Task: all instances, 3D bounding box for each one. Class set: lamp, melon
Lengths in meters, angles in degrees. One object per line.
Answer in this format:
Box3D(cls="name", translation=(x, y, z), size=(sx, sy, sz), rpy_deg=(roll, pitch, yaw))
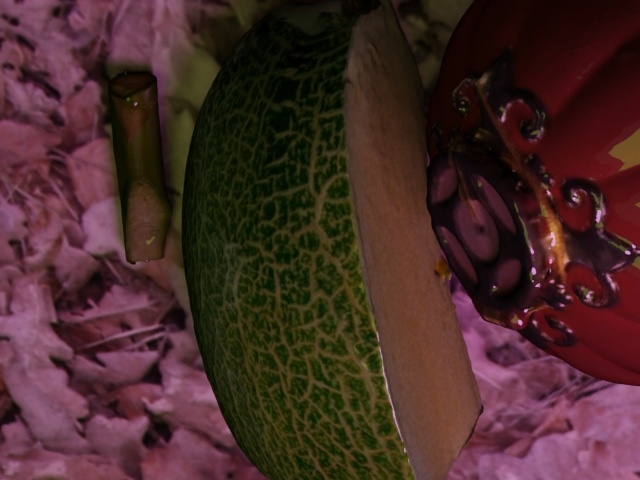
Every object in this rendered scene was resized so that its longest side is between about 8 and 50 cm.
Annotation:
Box3D(cls="lamp", translation=(0.202, -0.050, 1.132), size=(0.303, 0.257, 0.303), rpy_deg=(44, 147, 38))
Box3D(cls="melon", translation=(0.000, 0.000, 1.300), size=(0.226, 0.331, 0.343), rpy_deg=(-23, 107, -10))

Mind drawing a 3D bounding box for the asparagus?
Box3D(cls="asparagus", translation=(-0.145, -0.051, 1.391), size=(0.045, 0.041, 0.178), rpy_deg=(12, 125, 22))
